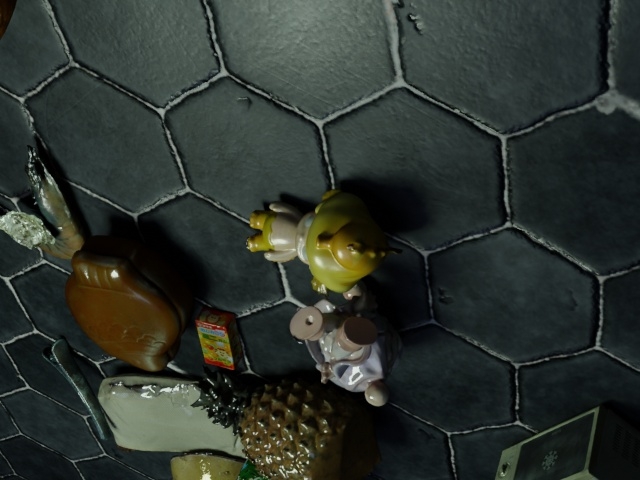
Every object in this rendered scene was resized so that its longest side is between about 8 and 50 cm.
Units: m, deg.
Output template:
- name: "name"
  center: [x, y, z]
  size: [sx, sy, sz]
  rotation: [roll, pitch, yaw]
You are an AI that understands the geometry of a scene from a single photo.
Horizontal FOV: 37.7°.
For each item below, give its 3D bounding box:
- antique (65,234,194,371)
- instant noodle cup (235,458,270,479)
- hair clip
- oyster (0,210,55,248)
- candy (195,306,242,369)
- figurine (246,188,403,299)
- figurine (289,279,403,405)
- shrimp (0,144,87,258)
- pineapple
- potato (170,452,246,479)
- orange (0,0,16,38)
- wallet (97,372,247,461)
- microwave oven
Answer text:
- name: "antique"
  center: [-0.321, 0.102, 1.605]
  size: [0.223, 0.129, 0.278]
  rotation: [5, 134, 25]
- name: "instant noodle cup"
  center: [-0.050, 0.487, 1.803]
  size: [0.178, 0.240, 0.240]
  rotation: [20, 140, 23]
- name: "hair clip"
  center: [-0.493, 0.309, 1.921]
  size: [0.070, 0.039, 0.230]
  rotation: [-32, 89, 44]
- name: "oyster"
  center: [-0.498, -0.018, 1.580]
  size: [0.098, 0.037, 0.100]
  rotation: [45, 146, -21]
- name: "candy"
  center: [-0.181, 0.176, 1.676]
  size: [0.062, 0.038, 0.122]
  rotation: [12, 137, 17]
- name: "figurine"
  center: [0.000, 0.000, 1.346]
  size: [0.246, 0.131, 0.156]
  rotation: [13, 99, 38]
- name: "figurine"
  center: [0.044, 0.154, 1.411]
  size: [0.133, 0.200, 0.276]
  rotation: [-16, 160, 11]
- name: "shrimp"
  center: [-0.505, -0.067, 1.591]
  size: [0.198, 0.051, 0.262]
  rotation: [11, 140, 19]
- name: "pineapple"
  center: [-0.079, 0.322, 1.688]
  size: [0.362, 0.202, 0.202]
  rotation: [22, 143, 35]
- name: "potato"
  center: [-0.226, 0.526, 1.968]
  size: [0.202, 0.117, 0.182]
  rotation: [13, 153, -6]
- name: "orange"
  center: [-0.553, -0.353, 1.114]
  size: [0.423, 0.326, 0.424]
  rotation: [21, 128, 29]
- name: "wallet"
  center: [-0.309, 0.367, 1.929]
  size: [0.335, 0.068, 0.275]
  rotation: [3, 138, 17]
- name: "microwave oven"
  center: [0.421, 0.394, 1.498]
  size: [0.194, 0.145, 0.240]
  rotation: [34, 139, -11]
